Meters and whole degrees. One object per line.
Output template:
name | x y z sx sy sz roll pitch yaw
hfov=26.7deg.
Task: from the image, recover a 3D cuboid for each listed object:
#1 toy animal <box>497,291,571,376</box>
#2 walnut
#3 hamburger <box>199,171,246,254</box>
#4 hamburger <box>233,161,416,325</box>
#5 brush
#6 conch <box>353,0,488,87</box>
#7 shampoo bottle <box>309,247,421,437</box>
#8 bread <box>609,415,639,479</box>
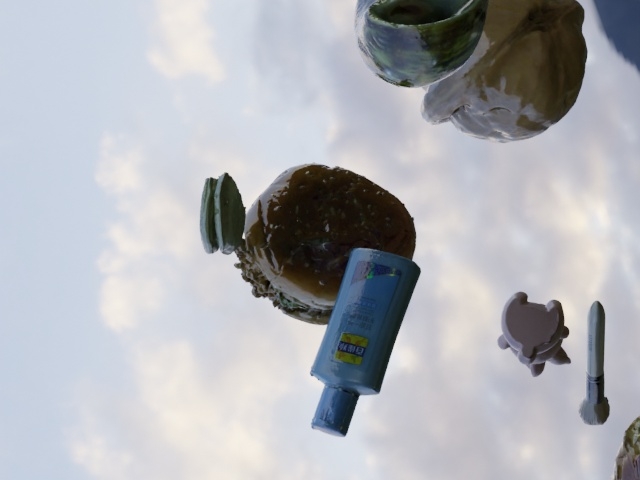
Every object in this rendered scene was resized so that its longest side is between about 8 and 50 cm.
toy animal | 0.362 0.162 2.300 0.212 0.124 0.124 59 -158 -68
walnut | 0.356 -0.375 2.728 0.383 0.383 0.384 36 -136 -46
hamburger | -0.127 -0.024 1.693 0.121 0.054 0.084 90 -173 -62
hamburger | 0.000 0.000 2.021 0.146 0.286 0.243 108 152 -62
brush | 0.349 0.156 1.699 0.299 0.042 0.039 78 -157 -53
conch | 0.116 -0.237 1.423 0.181 0.187 0.124 -45 -50 -22
shampoo bottle | 0.052 0.141 1.832 0.061 0.103 0.258 55 -129 -64
bread | 0.438 0.324 1.652 0.195 0.344 0.149 -1 -146 -21
